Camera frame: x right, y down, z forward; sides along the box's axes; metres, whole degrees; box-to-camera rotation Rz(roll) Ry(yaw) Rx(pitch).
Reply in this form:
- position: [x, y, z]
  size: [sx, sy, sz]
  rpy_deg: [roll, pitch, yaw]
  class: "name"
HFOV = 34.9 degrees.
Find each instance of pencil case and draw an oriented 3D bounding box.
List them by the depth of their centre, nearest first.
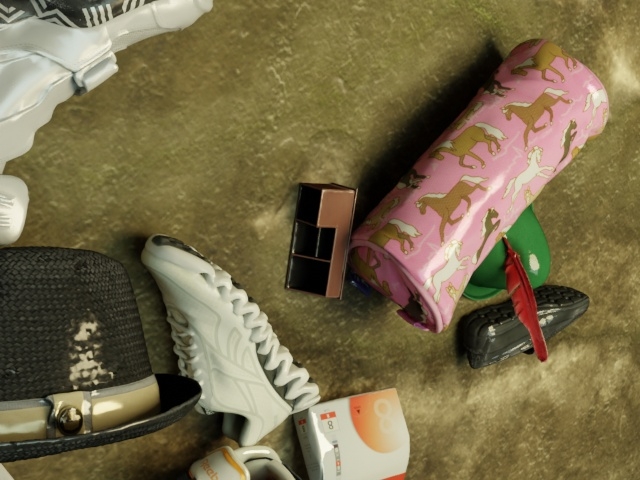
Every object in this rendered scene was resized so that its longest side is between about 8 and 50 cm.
- position: [0.196, -0.072, 1.240]
  size: [0.160, 0.167, 0.386]
  rpy_deg: [41, 72, -2]
  class: "pencil case"

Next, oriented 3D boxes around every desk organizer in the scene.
- position: [0.000, 0.000, 1.167]
  size: [0.050, 0.047, 0.130]
  rpy_deg: [0, 103, -38]
  class: "desk organizer"

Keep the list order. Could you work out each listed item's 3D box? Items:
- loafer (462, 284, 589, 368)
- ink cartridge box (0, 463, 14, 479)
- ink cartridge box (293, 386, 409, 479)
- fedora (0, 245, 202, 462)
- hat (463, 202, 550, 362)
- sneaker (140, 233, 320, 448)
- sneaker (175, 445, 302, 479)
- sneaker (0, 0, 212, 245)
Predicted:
- position: [0.290, 0.120, 1.436]
  size: [0.223, 0.076, 0.078]
  rpy_deg: [-16, 118, -31]
  class: "loafer"
- position: [-0.292, 0.324, 0.884]
  size: [0.172, 0.237, 0.100]
  rpy_deg: [-38, 164, -27]
  class: "ink cartridge box"
- position: [0.053, 0.279, 1.242]
  size: [0.145, 0.045, 0.179]
  rpy_deg: [-5, 71, -39]
  class: "ink cartridge box"
- position: [-0.265, 0.083, 0.823]
  size: [0.334, 0.334, 0.152]
  rpy_deg: [-2, 89, -40]
  class: "fedora"
- position: [0.287, 0.026, 1.326]
  size: [0.173, 0.183, 0.208]
  rpy_deg: [-2, 104, -41]
  class: "hat"
- position: [-0.109, 0.114, 1.077]
  size: [0.118, 0.110, 0.292]
  rpy_deg: [-42, 126, -12]
  class: "sneaker"
- position: [-0.051, 0.317, 1.130]
  size: [0.127, 0.126, 0.321]
  rpy_deg: [-48, 144, 1]
  class: "sneaker"
- position: [-0.253, -0.123, 0.860]
  size: [0.366, 0.137, 0.210]
  rpy_deg: [-17, 114, -30]
  class: "sneaker"
